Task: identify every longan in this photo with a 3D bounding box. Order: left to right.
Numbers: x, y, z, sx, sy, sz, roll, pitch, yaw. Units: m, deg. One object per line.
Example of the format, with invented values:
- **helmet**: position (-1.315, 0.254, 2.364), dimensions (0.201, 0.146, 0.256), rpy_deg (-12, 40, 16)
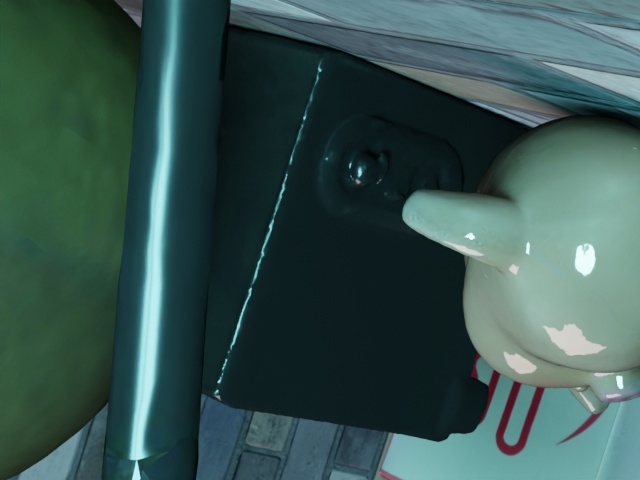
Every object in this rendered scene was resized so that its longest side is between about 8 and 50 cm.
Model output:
- **longan**: position (-0.253, -0.025, 0.992), dimensions (0.361, 0.361, 0.361), rpy_deg (17, -179, 0)

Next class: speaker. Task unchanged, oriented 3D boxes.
- **speaker**: position (0.000, 0.000, 1.268), dimensions (0.184, 0.232, 0.254), rpy_deg (20, -178, 44)

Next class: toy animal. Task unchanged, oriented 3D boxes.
- **toy animal**: position (0.150, 0.008, 1.008), dimensions (0.154, 0.166, 0.250), rpy_deg (61, -178, 9)

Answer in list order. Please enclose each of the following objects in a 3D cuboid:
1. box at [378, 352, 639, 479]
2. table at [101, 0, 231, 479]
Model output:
- **box**: position (0.286, 0.123, 1.568), dimensions (0.300, 0.312, 0.314), rpy_deg (21, -178, 44)
- **table**: position (-0.110, -0.005, 0.267), dimensions (0.317, 0.249, 0.317), rpy_deg (17, -179, 0)
